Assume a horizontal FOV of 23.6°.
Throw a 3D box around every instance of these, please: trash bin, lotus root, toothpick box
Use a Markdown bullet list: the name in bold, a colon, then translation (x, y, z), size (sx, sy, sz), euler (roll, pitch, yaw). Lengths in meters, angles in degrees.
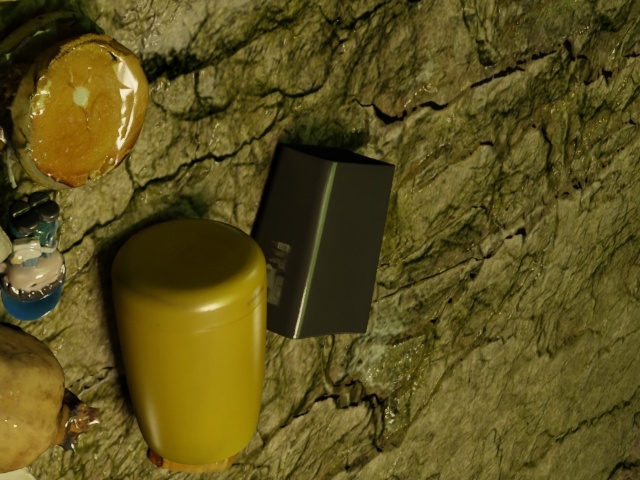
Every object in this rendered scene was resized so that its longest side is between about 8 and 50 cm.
- **trash bin**: translation (0.000, 0.000, 1.941), size (0.165, 0.115, 0.225), euler (0, 107, -52)
- **lotus root**: translation (-0.350, 0.153, 1.564), size (0.257, 0.140, 0.154), euler (35, 51, -46)
- **toothpick box**: translation (-0.147, 0.126, 1.777), size (0.175, 0.175, 0.271), euler (-32, 135, -38)

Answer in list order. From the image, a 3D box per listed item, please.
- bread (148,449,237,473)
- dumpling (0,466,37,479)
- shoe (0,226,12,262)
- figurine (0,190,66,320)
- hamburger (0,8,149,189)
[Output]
- **bread**: translation (-0.156, 0.257, 1.935), size (0.132, 0.053, 0.074), euler (13, 99, -52)
- **dumpling**: translation (-0.374, 0.367, 1.642), size (0.341, 0.181, 0.260), euler (52, 40, -19)
- **shoe**: translation (-0.417, -0.031, 1.398), size (0.159, 0.124, 0.316), euler (-49, 141, -11)
- **figurine**: translation (-0.300, 0.014, 1.569), size (0.086, 0.087, 0.149), euler (-36, 153, -30)
- **hamburger**: translation (-0.269, -0.138, 1.537), size (0.185, 0.113, 0.177), euler (-57, 149, 1)
